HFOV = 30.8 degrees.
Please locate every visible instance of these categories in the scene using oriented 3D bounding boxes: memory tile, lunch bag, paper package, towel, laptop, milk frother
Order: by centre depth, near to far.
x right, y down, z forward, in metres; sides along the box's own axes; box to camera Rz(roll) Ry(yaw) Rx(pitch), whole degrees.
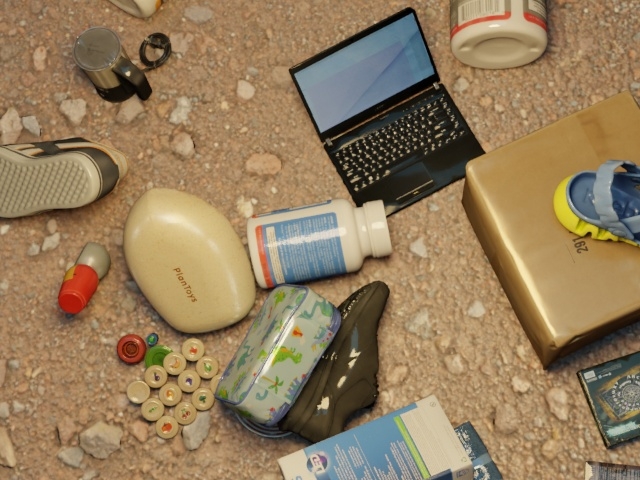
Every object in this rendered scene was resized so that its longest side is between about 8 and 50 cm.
[{"bbox_3d":[-0.068,0.173,1.789,0.090,0.176,0.219,35,76,-18],"label":"lunch bag"},{"bbox_3d":[0.232,0.343,1.796,0.067,0.029,0.119,-28,73,-3],"label":"towel"},{"bbox_3d":[0.416,-0.016,1.810,0.310,0.168,0.324,-24,72,-3],"label":"paper package"},{"bbox_3d":[-0.226,0.237,1.869,0.148,0.012,0.113,-37,90,-5],"label":"memory tile"},{"bbox_3d":[0.116,-0.203,1.913,0.234,0.136,0.264,-28,73,-2],"label":"laptop"},{"bbox_3d":[-0.336,-0.323,1.998,0.129,0.134,0.143,14,76,9],"label":"milk frother"}]

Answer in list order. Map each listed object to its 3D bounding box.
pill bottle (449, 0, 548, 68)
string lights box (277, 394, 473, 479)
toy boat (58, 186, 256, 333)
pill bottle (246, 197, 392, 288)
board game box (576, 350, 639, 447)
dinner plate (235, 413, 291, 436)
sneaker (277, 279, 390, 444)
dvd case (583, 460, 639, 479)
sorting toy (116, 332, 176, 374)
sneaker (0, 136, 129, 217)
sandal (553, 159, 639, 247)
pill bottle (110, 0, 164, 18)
[{"bbox_3d":[0.296,-0.447,1.952,0.161,0.161,0.283,-1,73,6],"label":"pill bottle"},{"bbox_3d":[0.082,0.345,1.730,0.260,0.076,0.133,-21,51,-8],"label":"string lights box"},{"bbox_3d":[-0.269,0.033,1.865,0.318,0.267,0.148,-11,31,15],"label":"toy boat"},{"bbox_3d":[0.000,0.000,1.873,0.222,0.124,0.124,-11,73,4],"label":"pill bottle"},{"bbox_3d":[0.507,0.233,1.800,0.186,0.026,0.126,-18,73,0],"label":"board game box"},{"bbox_3d":[-0.073,0.246,1.864,0.141,0.017,0.141,-2,73,6],"label":"dinner plate"},{"bbox_3d":[0.045,0.197,1.831,0.130,0.109,0.286,32,76,-7],"label":"sneaker"},{"bbox_3d":[0.506,0.425,1.749,0.221,0.018,0.164,4,73,8],"label":"dvd case"},{"bbox_3d":[-0.280,0.180,1.899,0.102,0.042,0.061,22,93,0],"label":"sorting toy"},{"bbox_3d":[-0.467,-0.108,1.964,0.321,0.127,0.126,4,109,30],"label":"sneaker"},{"bbox_3d":[0.495,-0.035,1.653,0.318,0.138,0.126,13,73,6],"label":"sandal"},{"bbox_3d":[-0.284,-0.543,2.043,0.162,0.162,0.278,33,79,14],"label":"pill bottle"}]
